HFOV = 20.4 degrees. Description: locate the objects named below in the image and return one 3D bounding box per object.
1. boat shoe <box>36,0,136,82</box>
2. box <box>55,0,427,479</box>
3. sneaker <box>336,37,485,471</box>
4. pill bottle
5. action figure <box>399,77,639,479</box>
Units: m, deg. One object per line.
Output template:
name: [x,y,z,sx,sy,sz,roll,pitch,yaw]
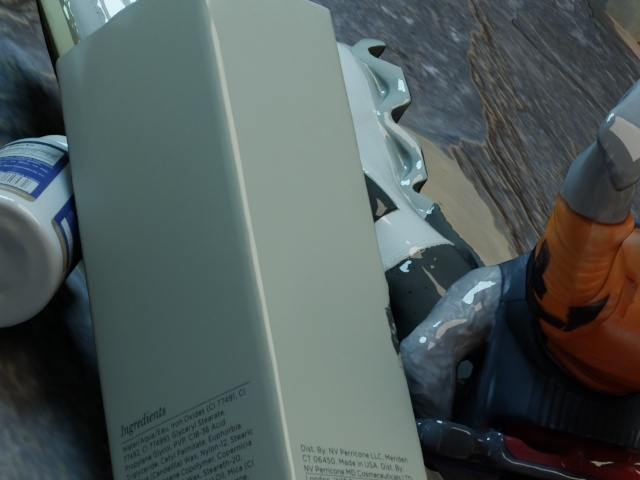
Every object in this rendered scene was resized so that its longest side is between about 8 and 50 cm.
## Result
boat shoe: [-0.078,-0.063,0.974,0.113,0.103,0.302,84,-18,-62]
box: [-0.037,0.024,0.796,0.094,0.113,0.275,13,59,-45]
sneaker: [0.000,0.000,1.077,0.146,0.122,0.330,7,43,-30]
pill bottle: [-0.142,-0.010,0.851,0.067,0.067,0.120,43,20,-8]
action figure: [0.188,0.052,0.855,0.341,0.330,0.178,17,68,-15]
